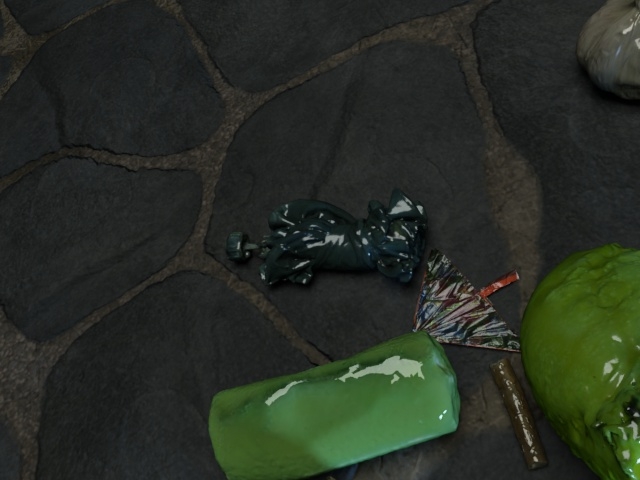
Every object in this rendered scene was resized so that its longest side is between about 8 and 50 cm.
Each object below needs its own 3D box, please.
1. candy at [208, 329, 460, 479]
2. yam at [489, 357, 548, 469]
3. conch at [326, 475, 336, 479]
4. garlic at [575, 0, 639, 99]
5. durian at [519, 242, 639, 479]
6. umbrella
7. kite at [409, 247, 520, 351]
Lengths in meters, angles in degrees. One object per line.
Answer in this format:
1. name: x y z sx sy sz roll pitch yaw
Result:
1. candy: 0.017 0.229 0.861 0.343 0.132 0.142 -18 97 11
2. yam: 0.258 0.222 0.829 0.032 0.032 0.145 -18 55 8
3. conch: 0.002 0.385 0.746 0.245 0.163 0.178 33 89 3
4. garlic: 0.510 -0.342 0.992 0.218 0.212 0.219 -14 52 18
5. durian: 0.354 0.130 0.735 0.256 0.204 0.339 -42 17 -1
6. umbrella: -0.001 0.001 1.029 0.348 0.094 0.143 -1 54 22
7. kite: 0.215 0.100 0.936 0.189 0.009 0.232 -32 54 -3
